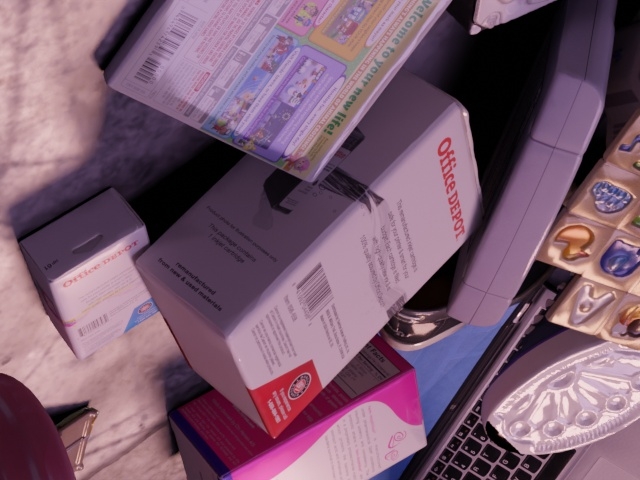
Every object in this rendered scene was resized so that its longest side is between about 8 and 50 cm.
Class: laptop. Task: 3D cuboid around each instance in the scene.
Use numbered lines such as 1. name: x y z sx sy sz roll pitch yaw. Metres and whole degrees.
1. laptop: 0.175 0.258 1.998 0.382 0.408 0.236 -59 179 31

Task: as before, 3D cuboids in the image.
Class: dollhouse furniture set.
1. dollhouse furniture set: -0.268 0.194 1.613 0.151 0.058 0.076 -34 149 -50

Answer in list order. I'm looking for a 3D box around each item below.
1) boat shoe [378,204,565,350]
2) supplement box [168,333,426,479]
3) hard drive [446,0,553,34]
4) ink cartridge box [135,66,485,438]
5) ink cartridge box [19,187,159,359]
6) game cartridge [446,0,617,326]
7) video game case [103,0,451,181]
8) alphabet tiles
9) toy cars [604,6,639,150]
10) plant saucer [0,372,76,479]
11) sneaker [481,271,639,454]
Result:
1. boat shoe: 0.158 0.024 1.795 0.233 0.084 0.079 -30 150 -20
2. supplement box: -0.019 0.183 1.765 0.220 0.114 0.111 -26 132 -19
3. hard drive: 0.214 -0.331 1.405 0.237 0.064 0.339 -26 147 -24
4. ink cartridge box: 0.000 0.000 1.512 0.273 0.114 0.197 -44 152 -15
5. ink cartridge box: -0.179 0.027 1.457 0.088 0.052 0.122 -32 151 -15
6. game cartridge: 0.188 -0.070 1.625 0.062 0.198 0.297 17 132 -5
7. video game case: -0.023 -0.160 1.337 0.193 0.023 0.212 25 114 -32
8. alphabet tiles: 0.362 -0.030 1.645 0.285 0.011 0.342 18 121 -28
9. toy cars: 0.336 -0.236 1.600 0.087 0.176 0.394 18 124 -17
10. plant saucer: -0.276 0.268 1.407 0.084 0.332 0.332 0 133 -32
11. sneaker: 0.286 0.056 1.859 0.323 0.236 0.130 -36 122 14
